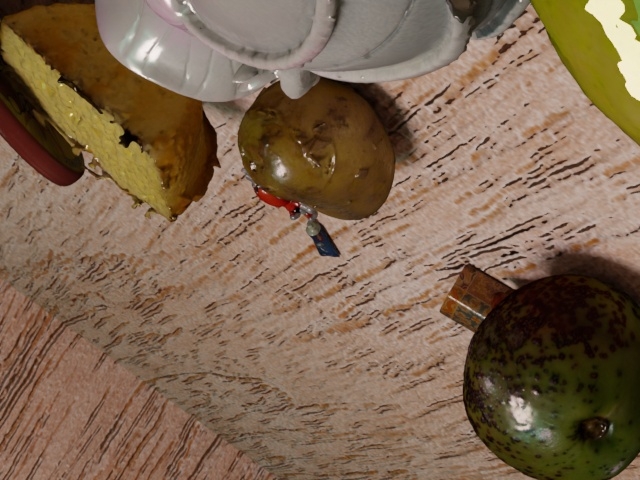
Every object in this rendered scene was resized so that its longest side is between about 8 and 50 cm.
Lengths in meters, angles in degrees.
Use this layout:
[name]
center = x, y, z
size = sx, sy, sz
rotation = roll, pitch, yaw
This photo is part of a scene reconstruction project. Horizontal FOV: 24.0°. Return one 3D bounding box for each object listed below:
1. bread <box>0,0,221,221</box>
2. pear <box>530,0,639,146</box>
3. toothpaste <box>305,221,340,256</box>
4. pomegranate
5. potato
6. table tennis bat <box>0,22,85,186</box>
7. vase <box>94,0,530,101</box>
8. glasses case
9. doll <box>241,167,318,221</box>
[bread]
center = -0.203, -0.152, 1.568
size = 0.260, 0.147, 0.160
rotation = 40, 156, 23
[pear]
center = 0.247, -0.178, 0.506
size = 0.391, 0.391, 0.391
rotation = 29, 160, 12
[toothpaste]
center = 0.000, 0.000, 1.792
size = 0.027, 0.019, 0.083
rotation = 4, 153, 23
[pomegranate]
center = 0.232, 0.117, 1.500
size = 0.214, 0.214, 0.248
rotation = 48, -171, -35
[potato]
center = 0.001, -0.089, 1.436
size = 0.137, 0.137, 0.176
rotation = 21, 178, 31
[table tennis bat]
center = -0.388, -0.221, 1.649
size = 0.414, 0.051, 0.268
rotation = 53, -173, -35
[vase]
center = -0.019, -0.215, 1.029
size = 0.250, 0.250, 0.445
rotation = 39, 164, -15
[glasses case]
center = 0.236, 0.110, 1.639
size = 0.218, 0.049, 0.075
rotation = 31, 160, 7
[doll]
center = -0.048, -0.056, 1.706
size = 0.114, 0.039, 0.057
rotation = 39, -172, -40
